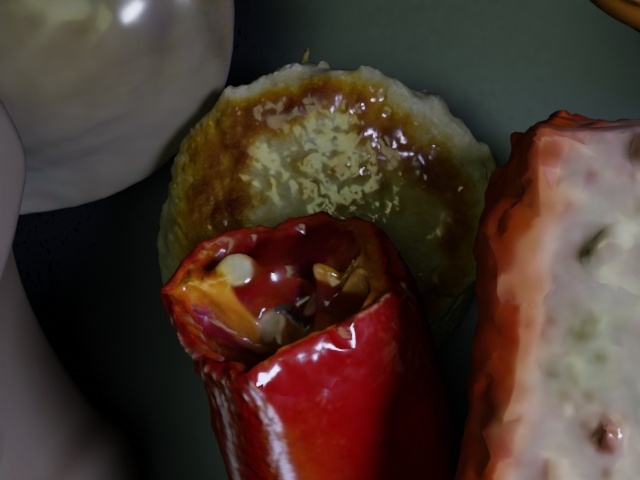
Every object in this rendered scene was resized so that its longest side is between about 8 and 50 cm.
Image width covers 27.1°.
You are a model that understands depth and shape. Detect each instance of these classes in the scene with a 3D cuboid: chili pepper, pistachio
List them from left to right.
[{"bbox_3d":[-0.174,-0.112,0.752,0.288,0.166,0.197,-15,115,27],"label":"pistachio"},{"bbox_3d":[0.015,0.154,0.698,0.131,0.134,0.338,-23,124,-21],"label":"chili pepper"}]

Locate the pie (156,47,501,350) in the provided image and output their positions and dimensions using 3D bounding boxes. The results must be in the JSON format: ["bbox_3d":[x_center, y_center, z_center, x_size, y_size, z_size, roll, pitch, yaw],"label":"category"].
[{"bbox_3d":[0.000,0.000,0.736,0.179,0.084,0.205,36,116,7],"label":"pie"}]

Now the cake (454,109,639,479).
[{"bbox_3d":[0.224,0.086,0.589,0.320,0.270,0.269,10,95,17],"label":"cake"}]

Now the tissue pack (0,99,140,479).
[{"bbox_3d":[-0.272,0.103,0.677,0.277,0.267,0.387,-5,127,12],"label":"tissue pack"}]

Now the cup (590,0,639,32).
[{"bbox_3d":[0.188,-0.159,0.599,0.226,0.264,0.182,45,112,21],"label":"cup"}]
